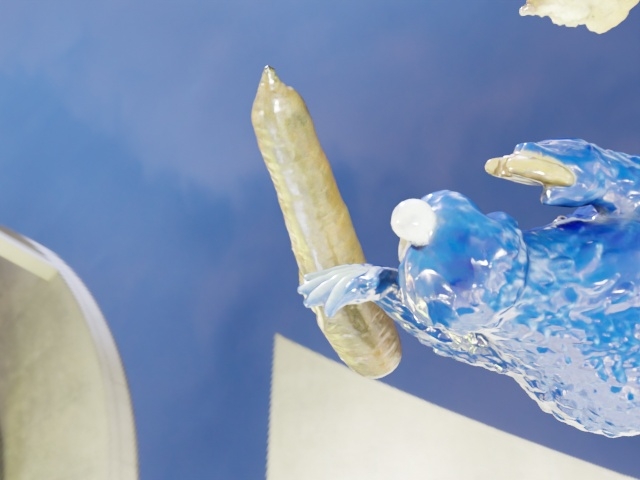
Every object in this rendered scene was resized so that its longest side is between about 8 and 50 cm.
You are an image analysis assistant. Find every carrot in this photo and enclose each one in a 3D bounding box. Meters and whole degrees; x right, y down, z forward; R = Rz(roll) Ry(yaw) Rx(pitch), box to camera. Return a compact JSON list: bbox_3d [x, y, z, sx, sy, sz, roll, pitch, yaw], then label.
[{"bbox_3d":[0.001,0.000,0.813,0.070,0.342,0.070,-13,-140,11],"label":"carrot"}]

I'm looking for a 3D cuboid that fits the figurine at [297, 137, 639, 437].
[{"bbox_3d":[0.127,0.033,0.465,0.164,0.262,0.120,-41,-127,46],"label":"figurine"}]

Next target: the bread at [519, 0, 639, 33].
[{"bbox_3d":[0.235,-0.332,0.879,0.184,0.211,0.223,6,-94,-8],"label":"bread"}]
